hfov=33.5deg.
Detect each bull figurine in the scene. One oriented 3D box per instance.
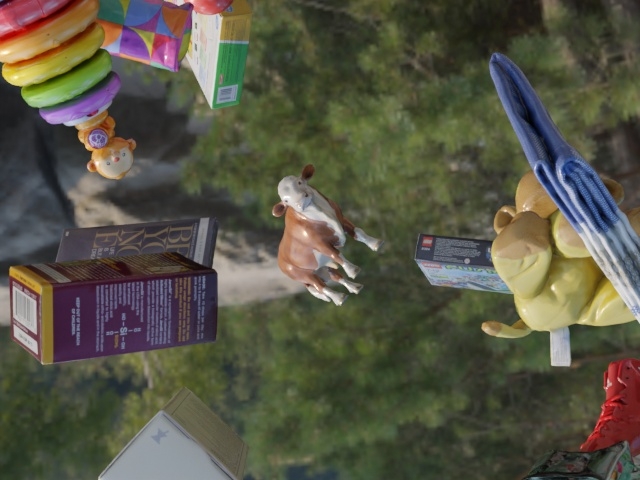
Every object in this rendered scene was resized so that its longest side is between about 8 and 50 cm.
[{"bbox_3d":[0.000,0.000,1.827,0.101,0.188,0.310,-46,168,-22],"label":"bull figurine"}]

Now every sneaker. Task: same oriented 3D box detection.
[{"bbox_3d":[0.334,0.215,1.245,0.221,0.128,0.087,-9,157,-33],"label":"sneaker"}]

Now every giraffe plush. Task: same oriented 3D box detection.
[{"bbox_3d":[0.246,-0.003,1.064,0.181,0.170,0.210,7,138,-2],"label":"giraffe plush"}]

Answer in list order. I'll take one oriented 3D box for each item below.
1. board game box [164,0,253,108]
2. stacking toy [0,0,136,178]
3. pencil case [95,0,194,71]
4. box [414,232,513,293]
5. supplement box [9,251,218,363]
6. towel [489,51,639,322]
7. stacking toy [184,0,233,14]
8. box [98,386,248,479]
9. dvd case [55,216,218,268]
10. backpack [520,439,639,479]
[{"bbox_3d":[-0.232,-0.460,2.124,0.064,0.316,0.242,-13,146,-21],"label":"board game box"},{"bbox_3d":[-0.307,-0.201,1.274,0.175,0.301,0.166,-34,-152,-18],"label":"stacking toy"},{"bbox_3d":[-0.285,-0.294,1.392,0.236,0.104,0.104,16,160,-5],"label":"pencil case"},{"bbox_3d":[0.229,0.034,1.314,0.207,0.036,0.114,6,164,20],"label":"box"},{"bbox_3d":[-0.211,0.066,1.090,0.188,0.080,0.104,-5,-167,-32],"label":"supplement box"},{"bbox_3d":[0.219,0.003,0.771,0.034,0.209,0.285,-33,114,15],"label":"towel"},{"bbox_3d":[-0.117,-0.500,1.629,0.141,0.330,0.141,30,-179,0],"label":"stacking toy"},{"bbox_3d":[-0.191,0.304,1.460,0.121,0.148,0.311,-46,179,-3],"label":"box"},{"bbox_3d":[-0.249,0.047,1.388,0.221,0.164,0.018,-4,144,12],"label":"dvd case"},{"bbox_3d":[0.267,0.328,1.022,0.191,0.225,0.253,-12,-178,35],"label":"backpack"}]
